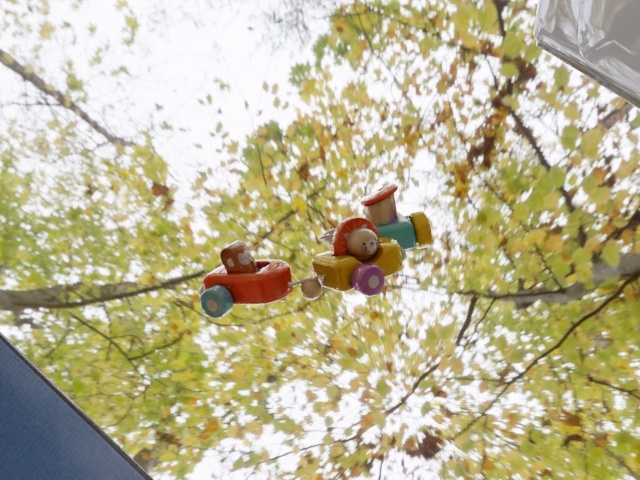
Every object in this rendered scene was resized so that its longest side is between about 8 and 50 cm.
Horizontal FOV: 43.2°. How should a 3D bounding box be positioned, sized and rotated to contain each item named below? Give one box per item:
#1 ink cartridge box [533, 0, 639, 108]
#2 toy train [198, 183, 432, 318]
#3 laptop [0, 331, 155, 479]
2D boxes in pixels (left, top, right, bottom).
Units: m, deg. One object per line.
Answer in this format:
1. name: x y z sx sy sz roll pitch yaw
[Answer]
1. ink cartridge box: 0.261 -0.154 0.319 0.269 0.198 0.197 -10 -145 -15
2. toy train: 0.000 0.000 0.526 0.125 0.166 0.046 -1 -73 34
3. laptop: -0.106 0.133 0.128 0.382 0.408 0.236 45 -109 -4
